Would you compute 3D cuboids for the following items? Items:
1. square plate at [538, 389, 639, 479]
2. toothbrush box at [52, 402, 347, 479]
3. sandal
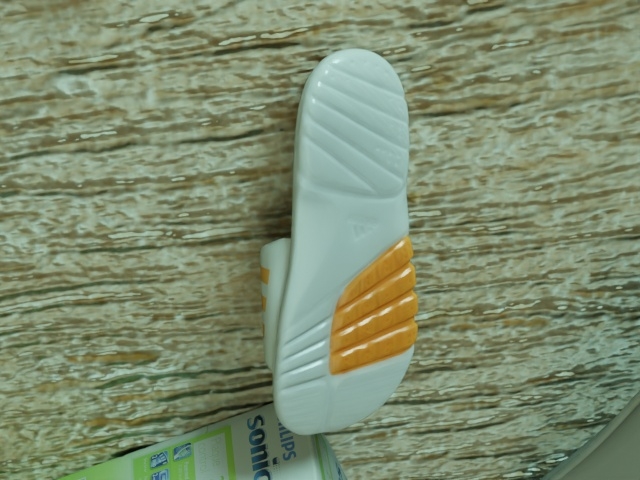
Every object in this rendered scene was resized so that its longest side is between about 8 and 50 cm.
[{"bbox_3d":[0.349,0.175,1.125,0.347,0.049,0.344,11,150,-10],"label":"square plate"},{"bbox_3d":[-0.112,0.263,1.094,0.283,0.206,0.122,-18,128,6],"label":"toothbrush box"},{"bbox_3d":[0.010,-0.002,0.996,0.102,0.076,0.265,-4,109,-25],"label":"sandal"}]
